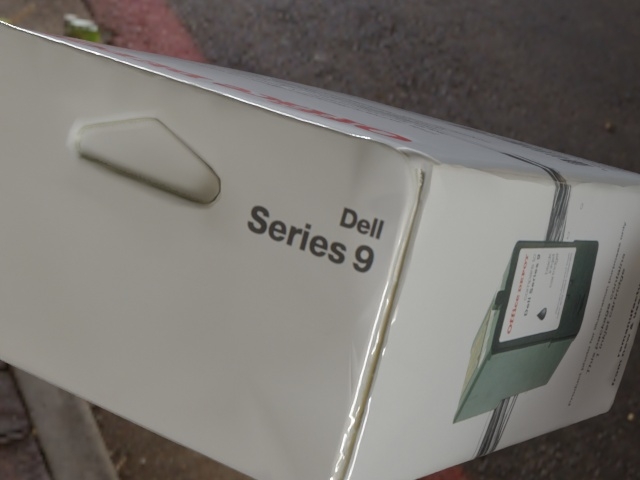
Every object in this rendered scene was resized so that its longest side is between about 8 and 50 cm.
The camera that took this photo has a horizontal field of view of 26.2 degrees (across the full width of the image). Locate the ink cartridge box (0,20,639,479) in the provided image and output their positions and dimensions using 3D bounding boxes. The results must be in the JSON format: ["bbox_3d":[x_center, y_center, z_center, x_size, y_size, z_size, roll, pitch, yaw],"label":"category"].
[{"bbox_3d":[0.000,0.000,0.582,0.211,0.121,0.289,19,9,28],"label":"ink cartridge box"}]
